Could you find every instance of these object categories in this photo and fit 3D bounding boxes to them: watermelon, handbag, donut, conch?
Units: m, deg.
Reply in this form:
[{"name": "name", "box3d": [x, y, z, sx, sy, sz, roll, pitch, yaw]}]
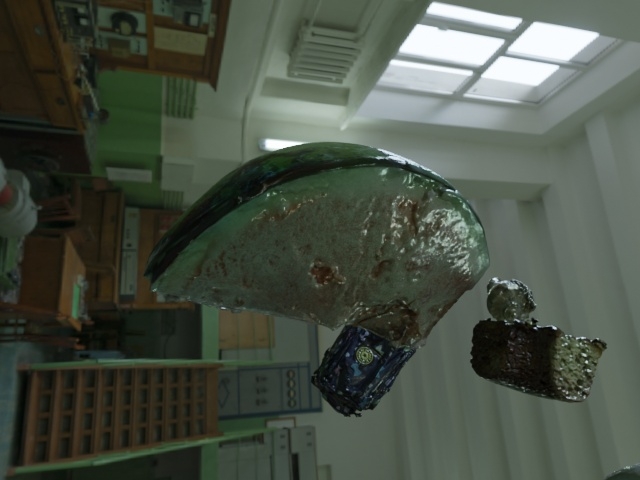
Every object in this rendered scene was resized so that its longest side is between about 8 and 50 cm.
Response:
[{"name": "watermelon", "box3d": [0.000, 0.000, 0.454, 0.224, 0.305, 0.180, -22, -120, 50]}, {"name": "handbag", "box3d": [0.103, 0.271, 1.126, 0.260, 0.162, 0.113, -50, -176, -15]}, {"name": "donut", "box3d": [0.381, 0.213, 0.878, 0.144, 0.186, 0.126, 127, -13, -63]}, {"name": "conch", "box3d": [0.632, 0.207, 1.673, 0.245, 0.162, 0.179, -87, 170, -68]}]

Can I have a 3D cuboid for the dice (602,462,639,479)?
[{"name": "dice", "box3d": [0.665, 0.526, 0.842, 0.243, 0.258, 0.251, 96, -4, -52]}]
